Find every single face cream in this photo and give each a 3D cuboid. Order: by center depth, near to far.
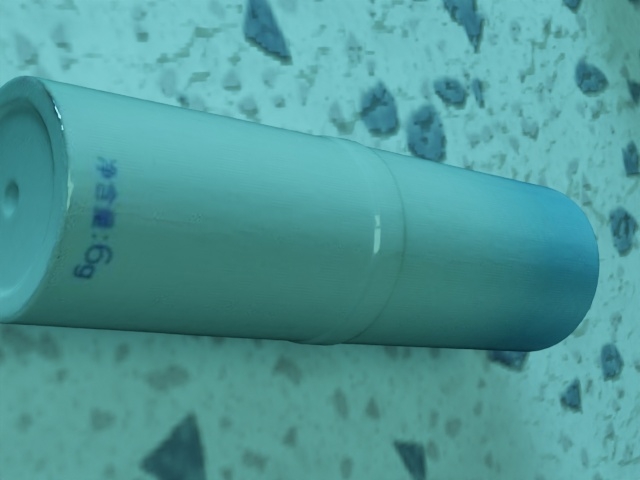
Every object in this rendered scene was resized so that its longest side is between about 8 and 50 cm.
[{"bbox_3d":[0.000,0.000,0.406,0.250,0.077,0.077,9,78,-40],"label":"face cream"}]
